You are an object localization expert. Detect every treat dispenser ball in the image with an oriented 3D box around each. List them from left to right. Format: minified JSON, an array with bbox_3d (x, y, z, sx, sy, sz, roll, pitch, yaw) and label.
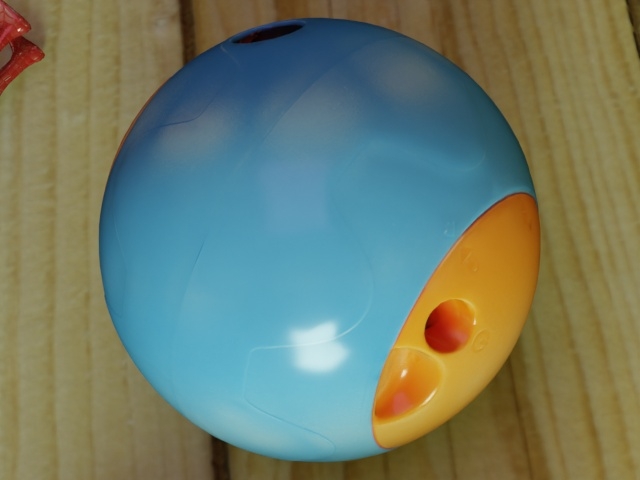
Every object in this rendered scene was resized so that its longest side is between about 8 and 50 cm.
[{"bbox_3d":[0.000,0.000,0.897,0.288,0.288,0.288,-3,66,7],"label":"treat dispenser ball"}]

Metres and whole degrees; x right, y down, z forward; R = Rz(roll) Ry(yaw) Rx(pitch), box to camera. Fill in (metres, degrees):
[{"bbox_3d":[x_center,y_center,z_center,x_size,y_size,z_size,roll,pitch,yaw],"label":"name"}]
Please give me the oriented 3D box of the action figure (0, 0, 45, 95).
[{"bbox_3d":[-0.371,-0.098,1.109,0.139,0.091,0.280,36,75,14],"label":"action figure"}]
